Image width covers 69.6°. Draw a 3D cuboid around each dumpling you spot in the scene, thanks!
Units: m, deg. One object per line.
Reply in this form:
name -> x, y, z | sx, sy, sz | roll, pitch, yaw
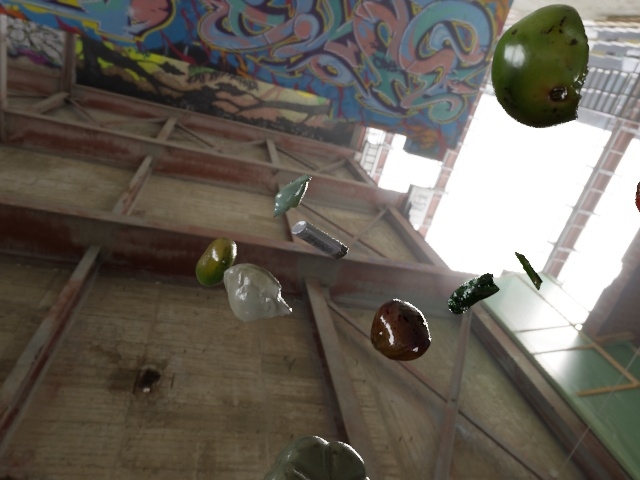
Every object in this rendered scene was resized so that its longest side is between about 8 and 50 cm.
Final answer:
dumpling -> -0.148, 0.109, 1.016 | 0.199, 0.136, 0.118 | 10, -149, 32

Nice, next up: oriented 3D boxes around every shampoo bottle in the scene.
shampoo bottle -> 0.000, 0.000, 1.750 | 0.228, 0.055, 0.086 | 31, 148, -33

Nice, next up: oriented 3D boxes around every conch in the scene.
conch -> -0.081, -0.125, 1.288 | 0.065, 0.180, 0.088 | 44, -152, -1

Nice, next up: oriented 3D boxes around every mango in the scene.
mango -> -0.273, 0.054, 1.237 | 0.086, 0.191, 0.122 | 36, -134, -16

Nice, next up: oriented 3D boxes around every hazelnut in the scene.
hazelnut -> 0.287, 0.338, 1.698 | 0.217, 0.217, 0.251 | 6, -157, -24

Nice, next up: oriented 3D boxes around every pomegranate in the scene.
pomegranate -> 0.564, -0.465, 1.237 | 0.216, 0.309, 0.358 | -14, -138, 15

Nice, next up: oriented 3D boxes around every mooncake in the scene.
mooncake -> -0.002, 0.563, 0.999 | 0.275, 0.135, 0.274 | 18, -141, -15

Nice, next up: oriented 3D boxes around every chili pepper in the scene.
chili pepper -> 0.580, 0.201, 1.752 | 0.098, 0.224, 0.061 | 51, -147, 9

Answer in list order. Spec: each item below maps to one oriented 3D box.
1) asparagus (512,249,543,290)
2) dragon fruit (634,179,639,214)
asparagus -> 0.481, 0.065, 1.066 | 0.108, 0.021, 0.025 | 59, -177, 9
dragon fruit -> 0.807, -0.093, 1.032 | 0.189, 0.182, 0.182 | -27, -141, -17
